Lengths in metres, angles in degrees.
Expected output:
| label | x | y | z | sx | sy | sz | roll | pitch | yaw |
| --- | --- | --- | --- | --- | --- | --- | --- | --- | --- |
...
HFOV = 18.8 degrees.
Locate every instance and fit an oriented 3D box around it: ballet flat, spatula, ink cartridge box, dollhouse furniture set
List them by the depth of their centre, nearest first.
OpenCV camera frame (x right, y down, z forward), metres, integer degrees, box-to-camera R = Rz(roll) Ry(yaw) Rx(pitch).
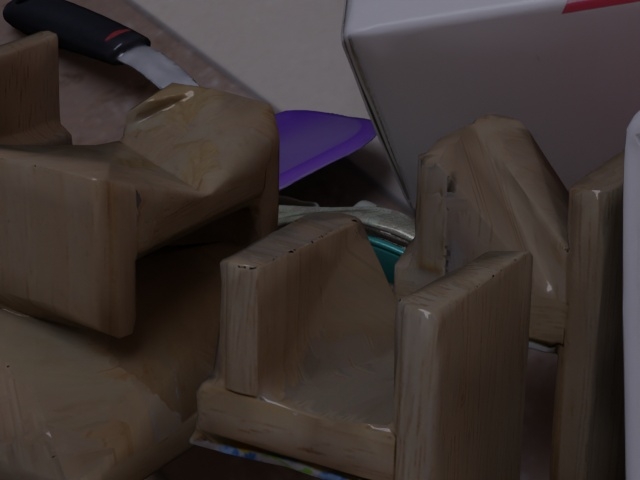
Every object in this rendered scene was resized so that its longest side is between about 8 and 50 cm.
| label | x | y | z | sx | sy | sz | roll | pitch | yaw |
| --- | --- | --- | --- | --- | --- | --- | --- | --- | --- |
| dollhouse furniture set | -0.118 | 0.101 | 0.681 | 0.362 | 0.256 | 0.394 | 13 | 22 | 27 |
| ballet flat | 0.000 | 0.000 | 0.851 | 0.168 | 0.057 | 0.052 | 7 | 41 | 28 |
| ink cartridge box | 0.133 | -0.164 | 0.908 | 0.207 | 0.117 | 0.283 | -8 | 46 | 16 |
| spatula | -0.081 | -0.081 | 0.975 | 0.084 | 0.030 | 0.296 | -28 | 38 | -27 |

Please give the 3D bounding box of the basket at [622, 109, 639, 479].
| label | x | y | z | sx | sy | sz | roll | pitch | yaw |
| --- | --- | --- | --- | --- | --- | --- | --- | --- | --- |
| basket | 0.169 | 0.039 | 0.653 | 0.113 | 0.103 | 0.167 | 0 | 88 | 23 |
